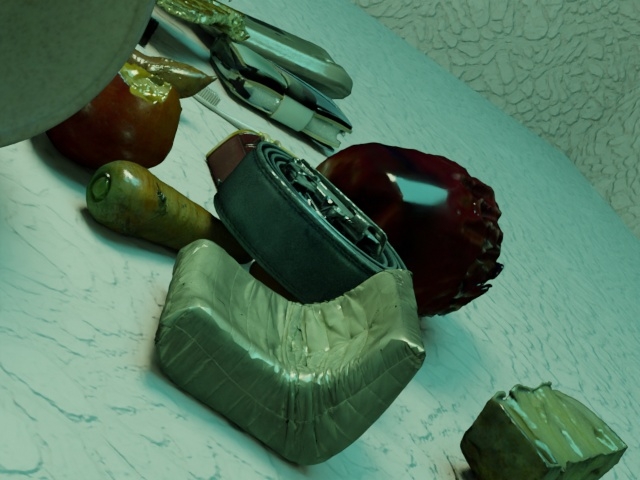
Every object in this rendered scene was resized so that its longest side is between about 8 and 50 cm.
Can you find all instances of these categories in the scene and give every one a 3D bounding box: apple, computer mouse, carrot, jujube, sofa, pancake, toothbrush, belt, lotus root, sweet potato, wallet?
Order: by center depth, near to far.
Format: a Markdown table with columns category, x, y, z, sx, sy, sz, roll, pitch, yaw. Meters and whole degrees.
| category | x | y | z | sx | sy | sz | roll | pitch | yaw |
| --- | --- | --- | --- | --- | --- | --- | --- | --- | --- |
| sofa | -0.033 | 0.076 | 1.248 | 0.225 | 0.176 | 0.210 | 37 | 17 | -11 |
| carrot | -0.146 | -0.016 | 1.441 | 0.298 | 0.078 | 0.078 | 25 | 22 | -52 |
| apple | -0.238 | -0.147 | 1.446 | 0.156 | 0.147 | 0.158 | 11 | -20 | 45 |
| carrot | -0.024 | 0.100 | 1.450 | 0.048 | 0.048 | 0.216 | 19 | 31 | -51 |
| belt | 0.000 | 0.000 | 1.457 | 0.267 | 0.116 | 0.206 | 44 | 13 | 7 |
| lotus root | 0.255 | 0.254 | 1.492 | 0.119 | 0.138 | 0.235 | 43 | 16 | 29 |
| jujube | 0.113 | -0.012 | 1.714 | 0.258 | 0.258 | 0.377 | 47 | 8 | 23 |
| sweet potato | -0.258 | -0.239 | 1.791 | 0.226 | 0.068 | 0.068 | 17 | 22 | -13 |
| toothbrush | -0.081 | -0.158 | 2.009 | 0.288 | 0.024 | 0.021 | 35 | 15 | -17 |
| pancake | -0.255 | -0.384 | 2.055 | 0.376 | 0.054 | 0.197 | 10 | 20 | -38 |
| wallet | -0.069 | -0.259 | 2.213 | 0.250 | 0.075 | 0.176 | 29 | 17 | -32 |
| computer mouse | -0.088 | -0.343 | 2.360 | 0.331 | 0.095 | 0.197 | 21 | 13 | -24 |

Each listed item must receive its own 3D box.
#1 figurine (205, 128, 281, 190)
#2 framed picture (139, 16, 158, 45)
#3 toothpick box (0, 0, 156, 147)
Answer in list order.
| category | x | y | z | sx | sy | sz | roll | pitch | yaw |
| --- | --- | --- | --- | --- | --- | --- | --- | --- | --- |
| figurine | -0.095 | -0.109 | 1.732 | 0.082 | 0.098 | 0.154 | 26 | 24 | -29 |
| framed picture | -0.351 | -0.397 | 2.067 | 0.195 | 0.010 | 0.199 | 36 | 17 | -13 |
| toothpick box | -0.367 | -0.319 | 1.137 | 0.409 | 0.409 | 0.425 | 19 | 23 | -51 |
